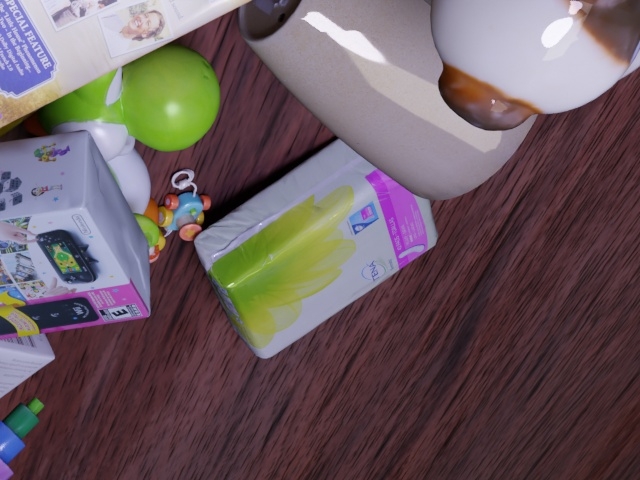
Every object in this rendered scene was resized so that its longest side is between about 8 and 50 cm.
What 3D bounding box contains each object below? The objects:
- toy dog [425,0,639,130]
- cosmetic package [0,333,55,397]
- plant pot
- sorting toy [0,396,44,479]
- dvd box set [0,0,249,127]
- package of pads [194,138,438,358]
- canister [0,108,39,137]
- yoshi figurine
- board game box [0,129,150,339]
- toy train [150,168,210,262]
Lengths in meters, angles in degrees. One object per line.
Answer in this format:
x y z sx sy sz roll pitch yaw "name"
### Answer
0.161 -0.297 1.525 0.395 0.408 0.284 12 132 -48 "toy dog"
-0.435 0.113 1.935 0.184 0.151 0.151 -35 157 15 "cosmetic package"
0.058 -0.210 1.786 0.274 0.256 0.256 24 125 -33 "plant pot"
-0.428 0.106 1.803 0.126 0.365 0.127 -46 160 -15 "sorting toy"
-0.259 -0.270 1.469 0.420 0.062 0.307 -28 125 1 "dvd box set"
0.000 0.000 2.136 0.296 0.101 0.229 -34 151 -9 "package of pads"
-0.345 -0.141 1.654 0.170 0.126 0.073 -35 149 10 "canister"
-0.196 -0.085 1.815 0.203 0.203 0.362 -29 151 -27 "yoshi figurine"
-0.338 0.009 1.642 0.303 0.097 0.224 -8 148 8 "board game box"
-0.207 -0.014 2.039 0.166 0.046 0.125 -29 151 4 "toy train"
